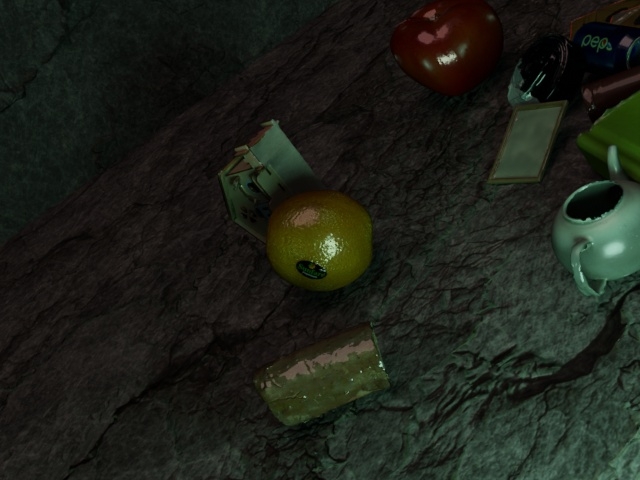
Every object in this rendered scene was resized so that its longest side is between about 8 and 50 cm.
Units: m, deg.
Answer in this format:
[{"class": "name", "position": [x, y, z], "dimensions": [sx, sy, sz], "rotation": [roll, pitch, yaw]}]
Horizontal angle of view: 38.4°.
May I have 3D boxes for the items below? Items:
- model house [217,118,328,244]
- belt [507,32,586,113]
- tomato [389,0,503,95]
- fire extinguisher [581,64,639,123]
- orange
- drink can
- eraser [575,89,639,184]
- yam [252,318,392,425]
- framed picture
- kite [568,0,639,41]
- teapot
[{"class": "model house", "position": [-0.123, -0.101, 2.153], "dimensions": [0.244, 0.326, 0.169], "rotation": [-6, 40, 52]}, {"class": "belt", "position": [0.500, -0.362, 2.056], "dimensions": [0.151, 0.078, 0.198], "rotation": [45, 112, 51]}, {"class": "tomato", "position": [0.335, -0.496, 2.378], "dimensions": [0.299, 0.226, 0.298], "rotation": [-22, 25, 11]}, {"class": "fire extinguisher", "position": [0.671, -0.320, 1.855], "dimensions": [0.269, 0.104, 0.104], "rotation": [-17, 32, 30]}, {"class": "orange", "position": [0.000, 0.000, 1.950], "dimensions": [0.236, 0.236, 0.236], "rotation": [-26, 28, 15]}, {"class": "drink can", "position": [0.649, -0.415, 2.020], "dimensions": [0.118, 0.118, 0.205], "rotation": [-38, 26, -6]}, {"class": "eraser", "position": [0.625, -0.176, 1.692], "dimensions": [0.210, 0.092, 0.274], "rotation": [-36, 29, -1]}, {"class": "yam", "position": [0.008, 0.244, 1.655], "dimensions": [0.238, 0.128, 0.129], "rotation": [-24, -6, 8]}, {"class": "framed picture", "position": [0.443, -0.209, 1.965], "dimensions": [0.136, 0.010, 0.200], "rotation": [1, 61, 49]}, {"class": "kite", "position": [0.741, -0.530, 2.220], "dimensions": [0.327, 0.013, 0.377], "rotation": [-39, 27, -11]}, {"class": "teapot", "position": [0.482, -0.025, 1.558], "dimensions": [0.193, 0.129, 0.294], "rotation": [-9, 36, 42]}]
